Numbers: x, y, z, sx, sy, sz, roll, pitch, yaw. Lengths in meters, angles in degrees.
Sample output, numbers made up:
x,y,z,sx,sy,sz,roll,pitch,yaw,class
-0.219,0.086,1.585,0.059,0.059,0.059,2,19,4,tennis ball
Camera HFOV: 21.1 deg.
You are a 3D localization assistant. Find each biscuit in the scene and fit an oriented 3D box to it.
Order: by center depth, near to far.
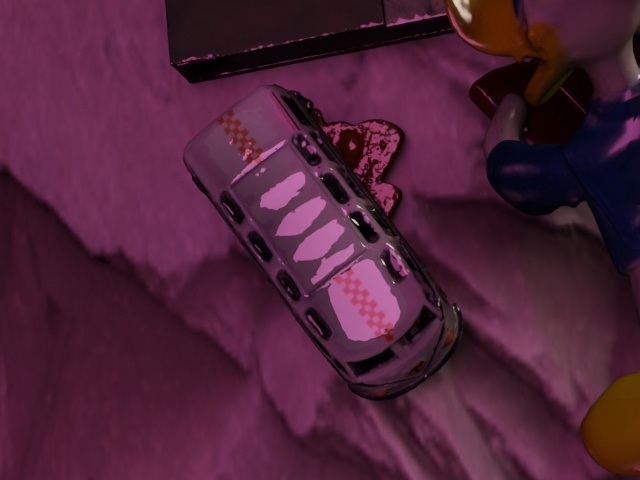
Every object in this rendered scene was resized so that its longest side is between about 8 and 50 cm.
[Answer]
x,y,z,sx,sy,sz,roll,pitch,yaw,class
0.000,-0.018,1.052,0.119,0.019,0.130,-13,76,10,biscuit

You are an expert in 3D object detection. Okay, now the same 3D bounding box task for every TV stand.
x,y,z,sx,sy,sz,roll,pitch,yaw,class
0.033,-0.147,1.060,0.256,0.040,0.049,-10,75,12,TV stand

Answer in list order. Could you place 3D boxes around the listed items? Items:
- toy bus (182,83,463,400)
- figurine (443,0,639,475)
x,y,z,sx,sy,sz,roll,pitch,yaw,class
0.000,0.000,0.992,0.087,0.089,0.194,-37,75,3,toy bus
0.178,-0.070,0.906,0.204,0.338,0.283,-23,40,2,figurine
